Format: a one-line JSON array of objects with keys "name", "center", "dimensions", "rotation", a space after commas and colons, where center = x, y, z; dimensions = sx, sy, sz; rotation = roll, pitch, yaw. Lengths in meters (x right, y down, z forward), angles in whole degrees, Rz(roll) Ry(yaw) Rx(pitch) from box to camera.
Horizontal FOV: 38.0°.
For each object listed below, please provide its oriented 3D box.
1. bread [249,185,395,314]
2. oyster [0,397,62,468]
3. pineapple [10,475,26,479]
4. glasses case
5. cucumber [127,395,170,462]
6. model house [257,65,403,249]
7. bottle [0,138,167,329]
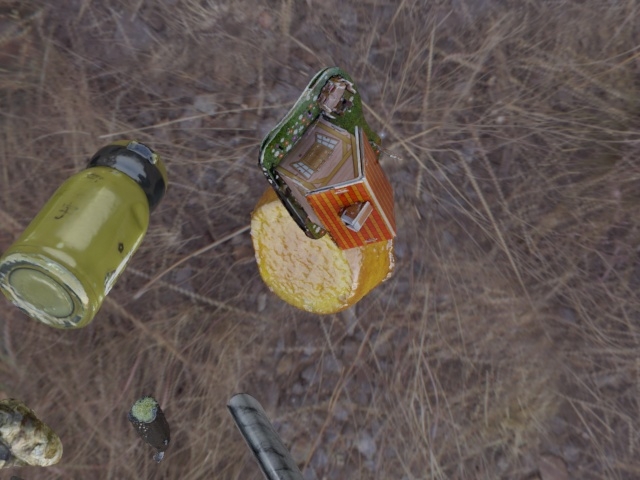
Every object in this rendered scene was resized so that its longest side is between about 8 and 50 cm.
[{"name": "bread", "center": [0.002, 0.005, 1.832], "dimensions": [0.312, 0.172, 0.312], "rotation": [20, 132, 24]}, {"name": "oyster", "center": [-0.678, 0.419, 1.944], "dimensions": [0.094, 0.294, 0.166], "rotation": [-23, 80, 37]}, {"name": "pineapple", "center": [-0.282, 0.140, 0.561], "dimensions": [0.170, 0.310, 0.141], "rotation": [-3, 72, 0]}, {"name": "glasses case", "center": [-0.081, 0.407, 1.701], "dimensions": [0.060, 0.299, 0.114], "rotation": [-37, 131, -3]}, {"name": "cucumber", "center": [-0.203, 0.237, 1.148], "dimensions": [0.039, 0.163, 0.043], "rotation": [36, 69, 21]}, {"name": "model house", "center": [0.054, -0.102, 1.420], "dimensions": [0.154, 0.294, 0.207], "rotation": [33, 79, 29]}, {"name": "bottle", "center": [-0.374, -0.029, 1.555], "dimensions": [0.172, 0.351, 0.171], "rotation": [14, 136, 14]}]
